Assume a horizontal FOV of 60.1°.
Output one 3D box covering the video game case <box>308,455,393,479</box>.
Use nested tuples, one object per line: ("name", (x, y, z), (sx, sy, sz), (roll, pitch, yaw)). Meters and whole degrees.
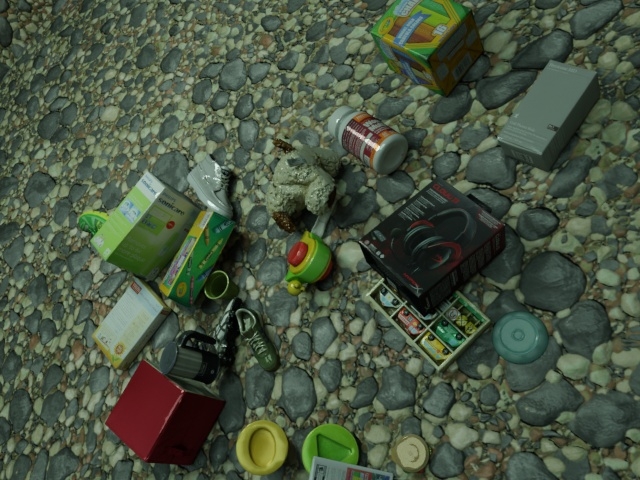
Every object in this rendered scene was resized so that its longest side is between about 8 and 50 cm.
("video game case", (0.054, 0.593, 1.203), (0.184, 0.023, 0.201), (10, 66, 6))

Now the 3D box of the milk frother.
("milk frother", (-0.356, 0.306, 1.470), (0.143, 0.135, 0.129), (-14, 58, 45))

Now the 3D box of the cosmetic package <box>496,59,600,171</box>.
("cosmetic package", (0.549, -0.299, 1.326), (0.127, 0.107, 0.237), (31, 89, 37))

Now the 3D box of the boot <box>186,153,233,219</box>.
("boot", (-0.326, -0.179, 1.744), (0.123, 0.095, 0.258), (-51, 54, 9))

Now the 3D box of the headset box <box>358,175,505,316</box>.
("headset box", (0.274, 0.000, 1.308), (0.293, 0.110, 0.218), (-38, 55, -9))

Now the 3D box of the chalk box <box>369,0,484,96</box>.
("chalk box", (0.274, -0.566, 1.540), (0.180, 0.179, 0.289), (-50, 56, 0))

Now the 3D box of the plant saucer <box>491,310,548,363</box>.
("plant saucer", (0.436, 0.211, 1.216), (0.120, 0.021, 0.119), (-11, 65, 24))

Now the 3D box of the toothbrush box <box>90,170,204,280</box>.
("toothbrush box", (-0.534, -0.040, 1.731), (0.122, 0.206, 0.283), (38, 89, 35))

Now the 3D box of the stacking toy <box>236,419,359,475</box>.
("stacking toy", (-0.043, 0.577, 1.296), (0.280, 0.130, 0.308), (-7, 66, -3))

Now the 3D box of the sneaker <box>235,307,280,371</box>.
("sneaker", (-0.178, 0.262, 1.483), (0.064, 0.086, 0.192), (-34, 58, 11))

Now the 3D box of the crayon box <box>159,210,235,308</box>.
("crayon box", (-0.367, 0.049, 1.634), (0.278, 0.081, 0.165), (-63, 23, -8))

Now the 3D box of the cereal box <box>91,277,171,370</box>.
("cereal box", (-0.592, 0.259, 1.729), (0.173, 0.047, 0.240), (38, 89, 34))

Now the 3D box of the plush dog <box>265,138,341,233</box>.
("plush dog", (-0.079, -0.149, 1.531), (0.225, 0.211, 0.262), (-55, 17, 33))

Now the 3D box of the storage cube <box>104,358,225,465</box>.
("storage cube", (-0.405, 0.456, 1.464), (0.215, 0.184, 0.193), (22, 80, 34))

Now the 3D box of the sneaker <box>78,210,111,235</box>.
("sneaker", (-0.735, -0.024, 1.890), (0.296, 0.109, 0.123), (12, 72, 31))

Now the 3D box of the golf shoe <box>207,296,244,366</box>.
("golf shoe", (-0.274, 0.250, 1.546), (0.094, 0.077, 0.198), (4, 70, 30))

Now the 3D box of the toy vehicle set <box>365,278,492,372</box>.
("toy vehicle set", (0.254, 0.163, 1.325), (0.166, 0.035, 0.267), (-47, 56, 3))

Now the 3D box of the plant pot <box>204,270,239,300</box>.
("plant pot", (-0.277, 0.138, 1.593), (0.083, 0.079, 0.083), (-11, 66, 24))

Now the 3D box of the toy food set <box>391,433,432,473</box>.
("toy food set", (0.203, 0.474, 1.228), (0.083, 0.020, 0.083), (35, 88, 34))

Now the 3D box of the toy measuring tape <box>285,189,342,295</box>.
("toy measuring tape", (0.000, 0.000, 1.484), (0.122, 0.121, 0.329), (16, 72, 32))

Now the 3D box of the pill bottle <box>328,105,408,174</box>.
("pill bottle", (0.127, -0.284, 1.533), (0.121, 0.121, 0.221), (-49, 56, 2))
